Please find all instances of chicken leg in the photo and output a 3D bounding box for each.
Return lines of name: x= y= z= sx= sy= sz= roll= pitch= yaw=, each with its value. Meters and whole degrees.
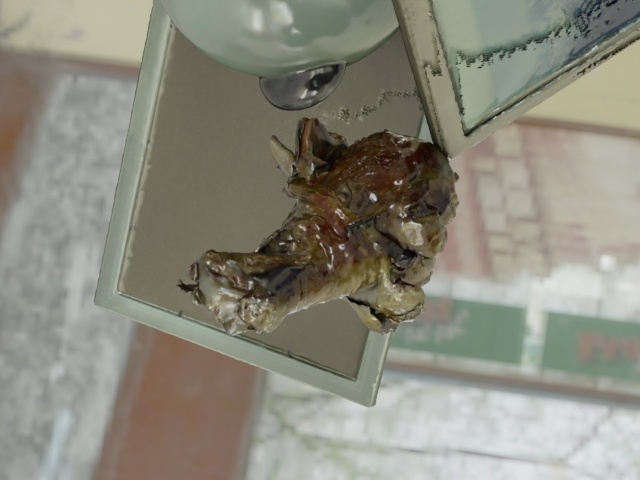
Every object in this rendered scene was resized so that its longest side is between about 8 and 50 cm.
chicken leg: x=0.007 y=0.004 z=1.070 sx=0.080 sy=0.125 sz=0.196 roll=-58 pitch=-179 yaw=42

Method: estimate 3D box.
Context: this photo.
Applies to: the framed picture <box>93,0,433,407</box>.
framed picture: x=-0.031 y=-0.054 z=1.343 sx=0.018 sy=0.231 sz=0.293 roll=-29 pitch=136 yaw=-64

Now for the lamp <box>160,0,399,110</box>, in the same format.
lamp: x=-0.034 y=-0.211 z=1.182 sx=0.198 sy=0.244 sz=0.197 roll=-30 pitch=146 yaw=-23

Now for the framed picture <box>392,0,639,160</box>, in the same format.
framed picture: x=0.143 y=-0.174 z=0.974 sx=0.022 sy=0.247 sz=0.335 roll=57 pitch=-3 yaw=23
